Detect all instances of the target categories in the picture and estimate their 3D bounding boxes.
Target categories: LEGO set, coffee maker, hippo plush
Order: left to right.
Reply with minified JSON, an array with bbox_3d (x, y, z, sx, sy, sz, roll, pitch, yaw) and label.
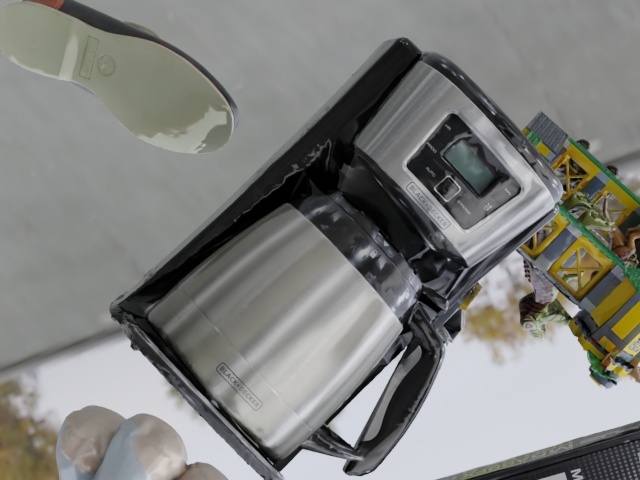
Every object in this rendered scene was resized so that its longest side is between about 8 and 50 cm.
[{"bbox_3d":[-0.241,0.312,1.506,0.294,0.234,0.236,-7,-160,33],"label":"hippo plush"},{"bbox_3d":[0.000,0.000,0.679,0.178,0.120,0.171,-43,-147,-4],"label":"coffee maker"},{"bbox_3d":[0.172,0.033,1.309,0.192,0.255,0.331,-49,-176,20],"label":"LEGO set"}]

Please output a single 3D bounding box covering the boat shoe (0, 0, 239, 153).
[{"bbox_3d":[-0.097,-0.086,0.771,0.137,0.049,0.043,26,-161,14],"label":"boat shoe"}]

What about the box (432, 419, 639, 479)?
[{"bbox_3d":[0.188,0.282,1.096,0.216,0.270,0.060,-17,179,9],"label":"box"}]
